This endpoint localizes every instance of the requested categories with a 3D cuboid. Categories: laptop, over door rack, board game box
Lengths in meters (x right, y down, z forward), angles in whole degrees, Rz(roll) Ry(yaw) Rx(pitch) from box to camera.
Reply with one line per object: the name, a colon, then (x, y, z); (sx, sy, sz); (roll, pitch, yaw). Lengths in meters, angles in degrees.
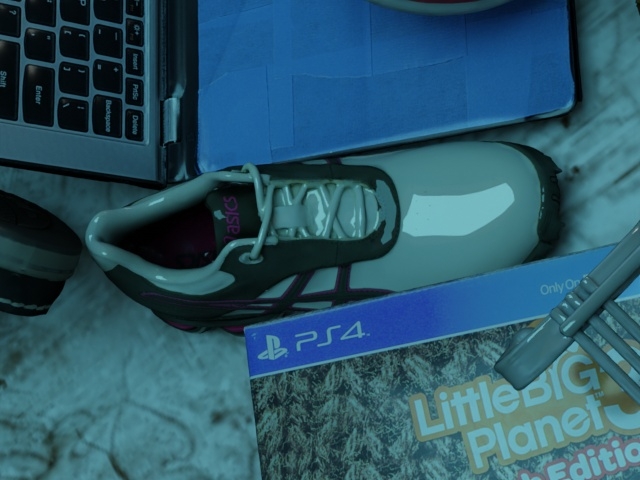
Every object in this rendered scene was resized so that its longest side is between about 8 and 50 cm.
laptop: (-0.093, -0.248, 0.871); (0.236, 0.408, 0.382); (-26, 61, 54)
over door rack: (0.267, 0.019, 0.617); (0.239, 0.108, 0.324); (45, 94, 5)
board game box: (0.109, 0.168, 0.748); (0.232, 0.141, 0.291); (-14, 74, 22)

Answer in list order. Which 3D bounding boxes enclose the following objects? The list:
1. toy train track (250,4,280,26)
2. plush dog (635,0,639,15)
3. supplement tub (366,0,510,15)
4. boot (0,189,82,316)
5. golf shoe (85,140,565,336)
toy train track: (-0.028, -0.124, 0.943); (0.048, 0.014, 0.083); (-18, 73, 22)
plush dog: (0.225, -0.186, 0.714); (0.210, 0.225, 0.262); (28, 93, 27)
supplement tub: (0.068, -0.248, 0.727); (0.191, 0.272, 0.191); (1, 71, -3)
boot: (-0.319, 0.081, 0.914); (0.377, 0.138, 0.284); (13, 86, 33)
golf shoe: (0.000, 0.000, 0.848); (0.273, 0.120, 0.105); (-12, 73, 22)
